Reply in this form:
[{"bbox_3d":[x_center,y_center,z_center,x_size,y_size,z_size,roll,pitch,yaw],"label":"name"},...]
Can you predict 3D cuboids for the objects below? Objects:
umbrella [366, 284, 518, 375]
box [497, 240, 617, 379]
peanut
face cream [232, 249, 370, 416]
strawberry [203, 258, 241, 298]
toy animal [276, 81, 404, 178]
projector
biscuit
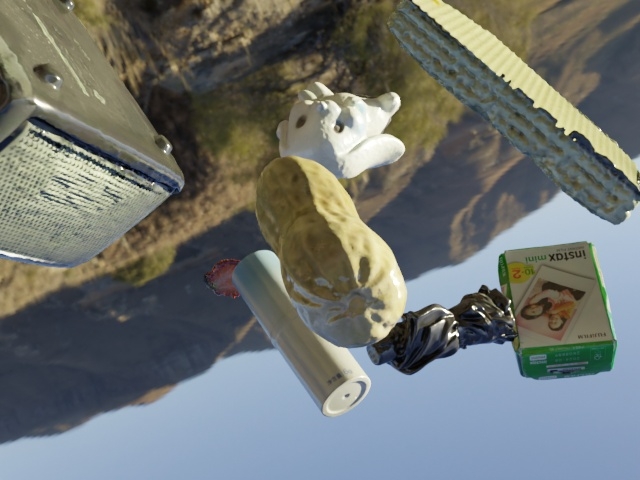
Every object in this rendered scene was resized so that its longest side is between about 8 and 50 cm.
[{"bbox_3d":[0.197,0.145,1.307,0.273,0.110,0.122,-11,170,-28],"label":"umbrella"},{"bbox_3d":[0.419,0.122,1.438,0.180,0.103,0.250,-7,-131,9],"label":"box"},{"bbox_3d":[0.000,0.000,0.856,0.124,0.256,0.123,-18,142,-15],"label":"peanut"},{"bbox_3d":[-0.031,0.119,1.083,0.077,0.250,0.077,-24,142,-20],"label":"face cream"},{"bbox_3d":[-0.205,0.082,1.896,0.152,0.103,0.048,-18,-150,11],"label":"strawberry"},{"bbox_3d":[0.017,-0.210,1.601,0.249,0.174,0.289,19,-153,39],"label":"toy animal"},{"bbox_3d":[-0.406,-0.190,0.984,0.242,0.395,0.405,-36,164,6],"label":"projector"},{"bbox_3d":[0.169,-0.118,0.695,0.052,0.252,0.150,-49,180,24],"label":"biscuit"}]
